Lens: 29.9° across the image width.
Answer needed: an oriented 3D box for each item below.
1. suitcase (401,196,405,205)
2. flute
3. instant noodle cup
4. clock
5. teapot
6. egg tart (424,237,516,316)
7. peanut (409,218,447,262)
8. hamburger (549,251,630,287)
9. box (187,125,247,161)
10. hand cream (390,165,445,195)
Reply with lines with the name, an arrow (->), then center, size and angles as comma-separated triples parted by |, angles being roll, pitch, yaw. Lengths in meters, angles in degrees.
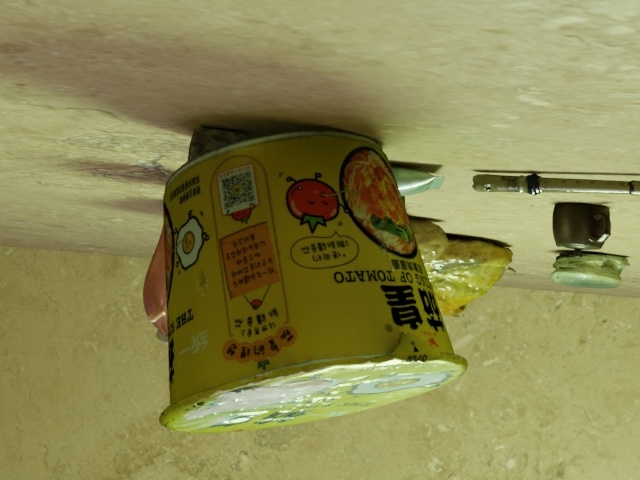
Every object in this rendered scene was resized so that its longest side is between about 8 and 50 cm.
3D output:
suitcase -> 0.000, 0.000, 1.542 | 0.193, 0.143, 0.235 | 5, -172, 18
flute -> 0.280, -0.062, 1.346 | 0.233, 0.027, 0.027 | 4, 175, 29
instant noodle cup -> -0.026, 0.047, 1.261 | 0.325, 0.254, 0.325 | -9, 164, -3
clock -> -0.179, 0.041, 1.769 | 0.142, 0.241, 0.227 | 26, 179, 19
teapot -> 0.351, -0.011, 1.601 | 0.076, 0.068, 0.121 | 8, 175, -22
egg tart -> 0.201, 0.067, 2.280 | 0.339, 0.153, 0.351 | 2, 175, 12
peanut -> 0.126, -0.004, 1.929 | 0.192, 0.089, 0.089 | 4, 177, -39
hamburger -> 0.507, 0.055, 2.273 | 0.140, 0.063, 0.133 | 9, 171, -13
box -> -0.114, -0.095, 1.315 | 0.062, 0.045, 0.098 | 7, 176, -6
hand cream -> 0.042, -0.070, 1.418 | 0.204, 0.050, 0.078 | 2, 170, 0
